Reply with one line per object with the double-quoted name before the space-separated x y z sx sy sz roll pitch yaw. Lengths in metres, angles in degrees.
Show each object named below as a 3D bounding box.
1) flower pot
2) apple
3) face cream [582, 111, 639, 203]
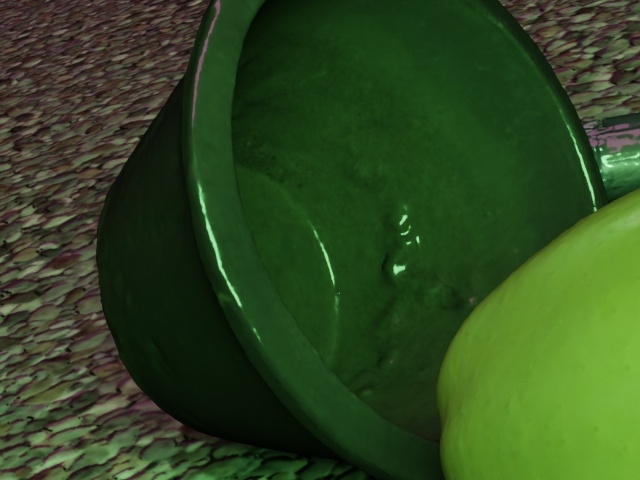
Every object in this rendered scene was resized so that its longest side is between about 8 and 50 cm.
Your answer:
"flower pot" 0.000 0.000 0.748 0.166 0.269 0.269 -21 13 45
"apple" 0.142 0.066 0.538 0.200 0.200 0.200 -13 22 6
"face cream" 0.292 -0.066 0.886 0.291 0.071 0.144 -10 22 12
